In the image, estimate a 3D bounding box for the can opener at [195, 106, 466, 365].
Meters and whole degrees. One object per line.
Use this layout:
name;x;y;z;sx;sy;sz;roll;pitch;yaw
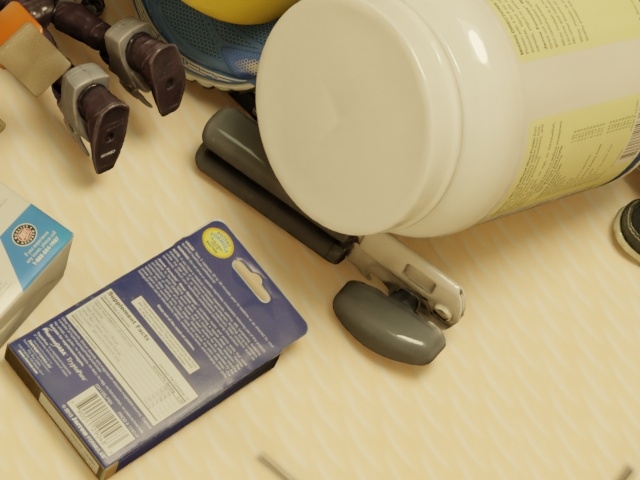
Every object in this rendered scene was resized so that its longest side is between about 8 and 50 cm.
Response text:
can opener;0.000;0.000;1.705;0.283;0.076;0.095;35;58;8

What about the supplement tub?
supplement tub;0.128;-0.133;1.674;0.325;0.235;0.235;-16;65;-43

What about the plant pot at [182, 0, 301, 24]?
plant pot;-0.026;-0.343;1.624;0.254;0.239;0.254;28;47;-35

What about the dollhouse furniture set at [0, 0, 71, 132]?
dollhouse furniture set;-0.314;-0.249;1.635;0.259;0.135;0.262;-43;71;-1

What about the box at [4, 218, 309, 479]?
box;-0.133;0.088;1.642;0.225;0.036;0.136;-33;74;-26

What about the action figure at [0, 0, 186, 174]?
action figure;-0.248;-0.192;1.738;0.185;0.099;0.285;-35;60;-21

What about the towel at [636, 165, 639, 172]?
towel;0.403;-0.065;1.802;0.187;0.049;0.282;-13;40;-20

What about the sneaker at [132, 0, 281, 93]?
sneaker;-0.126;-0.270;1.773;0.130;0.147;0.330;-33;70;-25

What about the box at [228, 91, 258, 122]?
box;0.005;-0.123;1.803;0.162;0.029;0.116;43;59;14

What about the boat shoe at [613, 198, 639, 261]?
boat shoe;0.387;0.001;1.805;0.233;0.079;0.084;16;60;-4

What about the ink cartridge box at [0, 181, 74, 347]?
ink cartridge box;-0.338;-0.009;1.619;0.231;0.078;0.134;35;58;6
